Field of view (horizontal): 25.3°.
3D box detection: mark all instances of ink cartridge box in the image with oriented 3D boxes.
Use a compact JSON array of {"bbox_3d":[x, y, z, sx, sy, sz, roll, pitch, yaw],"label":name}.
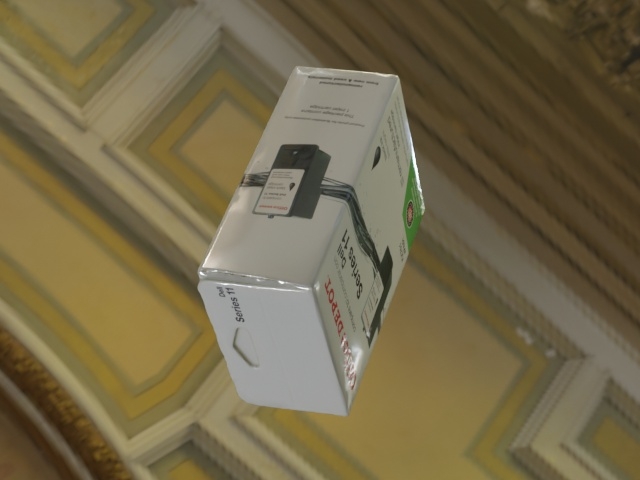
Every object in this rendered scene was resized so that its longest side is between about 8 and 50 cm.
[{"bbox_3d":[0.000,0.000,1.027,0.087,0.153,0.208,7,-129,20],"label":"ink cartridge box"}]
